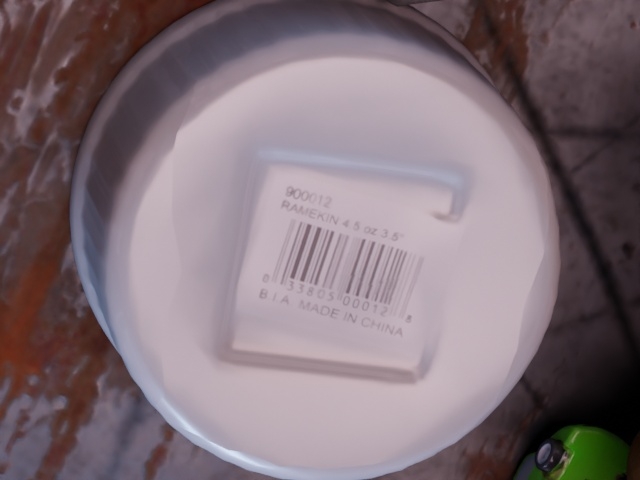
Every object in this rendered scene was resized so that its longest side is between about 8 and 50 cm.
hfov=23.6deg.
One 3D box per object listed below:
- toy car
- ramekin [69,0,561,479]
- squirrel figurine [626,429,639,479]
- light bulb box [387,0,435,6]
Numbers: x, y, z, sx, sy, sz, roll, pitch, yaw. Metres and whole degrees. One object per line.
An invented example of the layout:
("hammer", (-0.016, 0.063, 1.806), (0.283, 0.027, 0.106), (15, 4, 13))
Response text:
("toy car", (0.126, 0.213, 0.979), (0.239, 0.053, 0.225), (26, 98, -16))
("ramekin", (0.000, 0.000, 0.859), (0.277, 0.135, 0.277), (-2, 105, -9))
("squirrel figurine", (0.366, 0.191, 0.836), (0.370, 0.397, 0.281), (17, 106, -23))
("light bulb box", (0.015, -0.293, 0.651), (0.358, 0.361, 0.225), (34, 86, -17))
